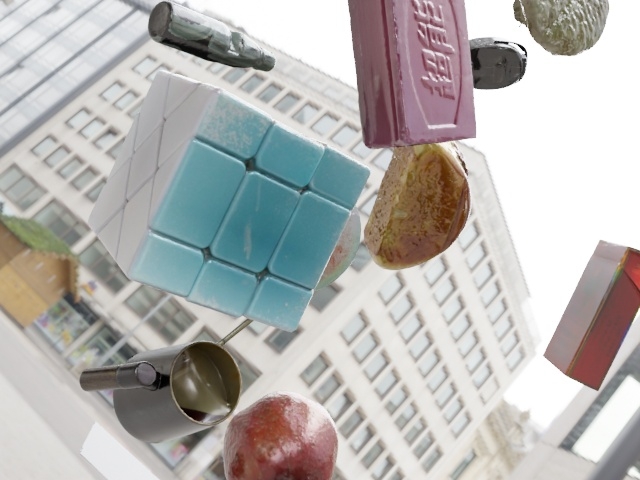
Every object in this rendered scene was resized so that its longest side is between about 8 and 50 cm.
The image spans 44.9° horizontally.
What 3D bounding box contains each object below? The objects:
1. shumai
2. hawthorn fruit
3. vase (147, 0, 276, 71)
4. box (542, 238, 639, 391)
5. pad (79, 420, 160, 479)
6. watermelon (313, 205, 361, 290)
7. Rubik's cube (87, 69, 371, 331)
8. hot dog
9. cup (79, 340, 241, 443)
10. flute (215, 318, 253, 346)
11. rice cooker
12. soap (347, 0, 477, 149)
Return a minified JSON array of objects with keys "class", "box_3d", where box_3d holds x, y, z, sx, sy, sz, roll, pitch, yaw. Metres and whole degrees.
[{"class":"shumai","box_3d":[0.374,-0.395,1.282,0.201,0.201,0.120,52,-25,-19]},{"class":"hawthorn fruit","box_3d":[-0.091,0.530,1.842,0.284,0.285,0.369,50,8,-16]},{"class":"vase","box_3d":[-0.148,-0.286,1.125,0.211,0.060,0.060,11,12,-45]},{"class":"box","box_3d":[0.624,0.159,1.731,0.089,0.313,0.197,24,5,1]},{"class":"pad","box_3d":[-0.456,0.537,1.803,0.243,0.004,0.163,46,6,-10]},{"class":"watermelon","box_3d":[-0.001,0.001,2.041,0.188,0.321,0.175,15,-10,-4]},{"class":"Rubik's cube","box_3d":[-0.165,-0.073,1.323,0.316,0.321,0.319,25,3,-32]},{"class":"hot dog","box_3d":[0.279,-0.107,2.087,0.223,0.405,0.185,11,25,-16]},{"class":"cup","box_3d":[-0.267,0.264,1.306,0.177,0.239,0.166,-22,-96,46]},{"class":"flute","box_3d":[-0.204,0.224,2.045,0.027,0.233,0.027,37,-31,26]},{"class":"rice cooker","box_3d":[0.386,-0.406,1.769,0.106,0.165,0.112,-103,-169,-58]},{"class":"soap","box_3d":[0.181,-0.366,1.524,0.128,0.233,0.359,0,-82,48]}]
